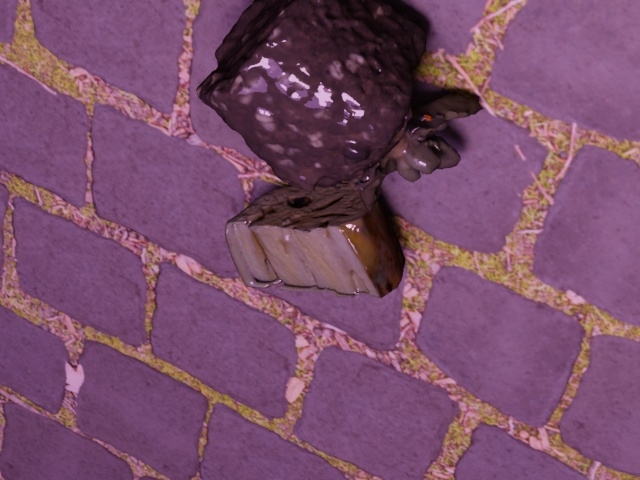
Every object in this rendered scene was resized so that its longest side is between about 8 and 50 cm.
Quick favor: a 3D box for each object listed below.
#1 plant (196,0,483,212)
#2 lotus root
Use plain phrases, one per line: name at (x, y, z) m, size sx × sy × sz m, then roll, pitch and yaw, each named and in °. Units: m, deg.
plant at (0.034, -0.158, 1.853) m, size 0.312 × 0.213 × 0.215 m, roll 41°, pitch 135°, yaw -20°
lotus root at (0.000, 0.000, 2.063) m, size 0.235 × 0.138 × 0.119 m, roll 0°, pitch 121°, yaw 32°
